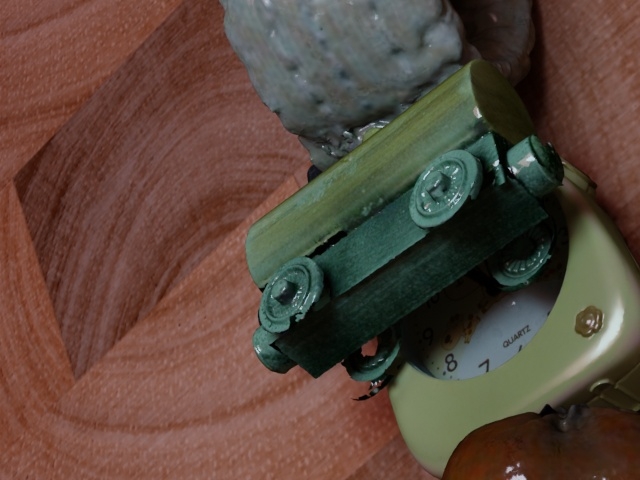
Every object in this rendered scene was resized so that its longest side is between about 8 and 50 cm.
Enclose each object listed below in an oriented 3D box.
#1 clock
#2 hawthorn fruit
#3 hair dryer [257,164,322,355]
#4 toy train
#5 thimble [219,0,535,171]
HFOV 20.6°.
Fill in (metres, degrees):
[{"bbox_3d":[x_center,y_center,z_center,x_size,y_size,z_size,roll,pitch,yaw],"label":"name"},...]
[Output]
[{"bbox_3d":[0.152,0.037,1.456,0.235,0.096,0.308,-39,47,24],"label":"clock"},{"bbox_3d":[0.185,0.240,1.261,0.199,0.199,0.251,-13,73,39],"label":"hawthorn fruit"},{"bbox_3d":[0.000,0.000,1.651,0.124,0.071,0.219,-33,43,28],"label":"hair dryer"},{"bbox_3d":[0.066,-0.007,1.418,0.307,0.126,0.189,-36,31,27],"label":"toy train"},{"bbox_3d":[0.054,-0.214,1.542,0.195,0.291,0.292,-25,53,28],"label":"thimble"}]
